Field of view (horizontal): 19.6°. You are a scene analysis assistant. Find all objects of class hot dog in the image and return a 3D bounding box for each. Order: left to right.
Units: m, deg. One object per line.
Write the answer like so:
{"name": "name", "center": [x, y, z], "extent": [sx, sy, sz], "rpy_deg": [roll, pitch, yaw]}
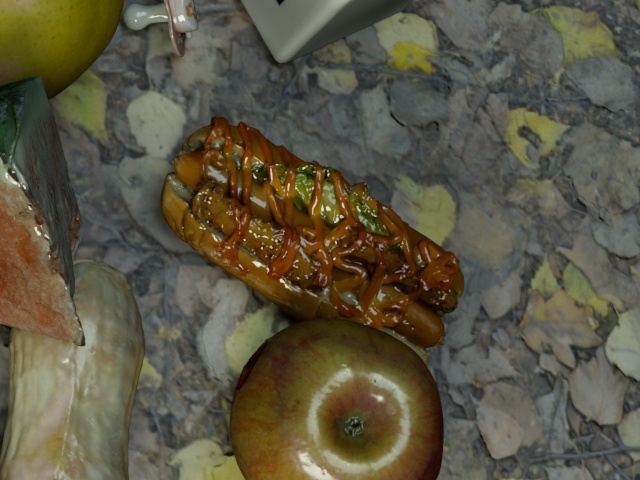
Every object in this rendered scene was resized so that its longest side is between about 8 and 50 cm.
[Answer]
{"name": "hot dog", "center": [0.000, 0.000, 1.915], "extent": [0.349, 0.117, 0.158], "rpy_deg": [34, 61, -12]}

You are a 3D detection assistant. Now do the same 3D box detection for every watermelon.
{"name": "watermelon", "center": [-0.307, -0.020, 1.664], "extent": [0.231, 0.310, 0.193], "rpy_deg": [22, 42, -28]}

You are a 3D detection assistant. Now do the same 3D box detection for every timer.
{"name": "timer", "center": [0.013, -0.334, 1.989], "extent": [0.192, 0.194, 0.195], "rpy_deg": [-28, 86, -31]}

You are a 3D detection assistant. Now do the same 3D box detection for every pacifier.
{"name": "pacifier", "center": [-0.170, -0.240, 1.953], "extent": [0.078, 0.081, 0.099], "rpy_deg": [-11, 100, 5]}

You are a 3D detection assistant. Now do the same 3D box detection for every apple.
{"name": "apple", "center": [0.016, 0.178, 1.816], "extent": [0.211, 0.188, 0.211], "rpy_deg": [3, 80, -18]}

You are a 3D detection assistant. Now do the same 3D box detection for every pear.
{"name": "pear", "center": [-0.340, -0.257, 1.725], "extent": [0.336, 0.285, 0.285], "rpy_deg": [10, 61, -69]}

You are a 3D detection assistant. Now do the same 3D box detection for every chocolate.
{"name": "chocolate", "center": [-0.236, 0.160, 1.737], "extent": [0.134, 0.134, 0.309], "rpy_deg": [14, 67, -21]}
